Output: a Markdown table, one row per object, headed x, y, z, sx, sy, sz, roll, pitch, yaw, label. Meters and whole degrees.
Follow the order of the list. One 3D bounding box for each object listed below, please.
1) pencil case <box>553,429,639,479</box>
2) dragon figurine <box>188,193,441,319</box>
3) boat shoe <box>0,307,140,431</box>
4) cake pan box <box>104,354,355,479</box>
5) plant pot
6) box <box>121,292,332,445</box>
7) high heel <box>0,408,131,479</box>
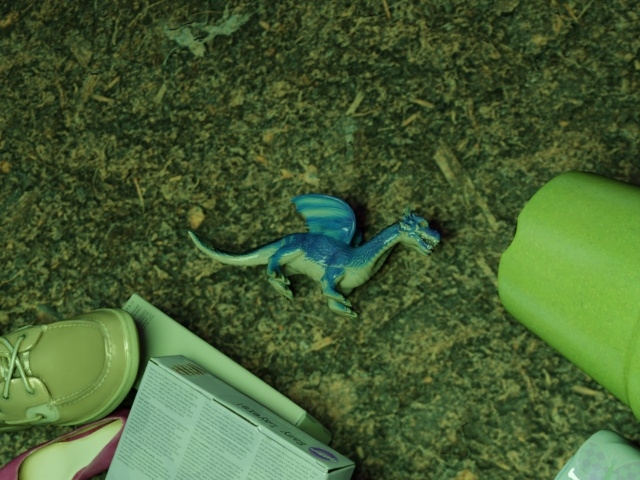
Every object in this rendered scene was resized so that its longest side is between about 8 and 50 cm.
| x | y | z | sx | sy | sz | roll | pitch | yaw | label |
| --- | --- | --- | --- | --- | --- | --- | --- | --- | --- |
| 0.354 | 0.307 | 1.413 | 0.273 | 0.113 | 0.124 | 35 | 95 | 28 | pencil case |
| 0.000 | 0.000 | 1.681 | 0.289 | 0.085 | 0.144 | 16 | 71 | 19 | dragon figurine |
| -0.335 | 0.160 | 1.629 | 0.341 | 0.110 | 0.122 | -25 | 67 | 42 | boat shoe |
| -0.112 | 0.287 | 1.511 | 0.267 | 0.070 | 0.246 | 27 | 106 | 28 | cake pan box |
| 0.335 | 0.052 | 1.468 | 0.254 | 0.276 | 0.276 | 31 | 80 | 39 | plant pot |
| -0.127 | 0.178 | 1.635 | 0.275 | 0.113 | 0.094 | 32 | 81 | 29 | box |
| -0.306 | 0.258 | 1.655 | 0.244 | 0.117 | 0.082 | -15 | 66 | 12 | high heel |
